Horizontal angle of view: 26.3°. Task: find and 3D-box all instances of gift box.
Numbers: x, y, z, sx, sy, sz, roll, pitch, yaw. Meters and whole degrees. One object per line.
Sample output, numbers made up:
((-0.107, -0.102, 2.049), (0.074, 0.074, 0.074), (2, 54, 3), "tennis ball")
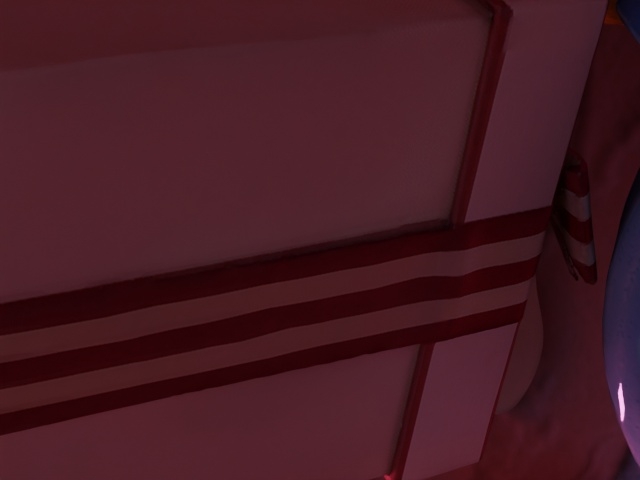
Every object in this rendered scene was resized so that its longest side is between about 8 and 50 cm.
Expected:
((-0.054, -0.031, 0.575), (0.255, 0.258, 0.276), (56, 147, 40), "gift box")

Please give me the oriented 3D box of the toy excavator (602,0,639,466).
((0.210, 0.096, 0.533), (0.433, 0.222, 0.445), (46, 110, 1), "toy excavator")

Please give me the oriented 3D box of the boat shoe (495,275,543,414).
((0.104, 0.035, 0.800), (0.048, 0.042, 0.133), (-1, 103, 2), "boat shoe")

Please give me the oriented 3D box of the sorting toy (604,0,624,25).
((0.230, -0.022, 0.641), (0.366, 0.126, 0.127), (63, 154, 3), "sorting toy")
